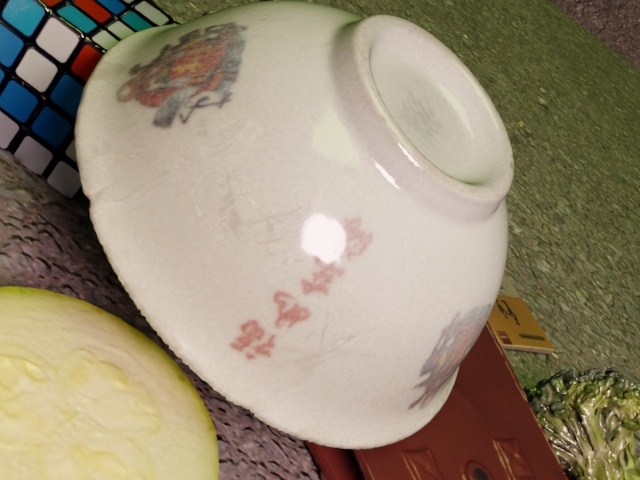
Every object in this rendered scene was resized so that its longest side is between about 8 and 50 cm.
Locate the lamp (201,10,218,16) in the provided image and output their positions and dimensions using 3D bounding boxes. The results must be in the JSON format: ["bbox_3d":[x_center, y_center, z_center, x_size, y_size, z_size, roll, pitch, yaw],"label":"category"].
[{"bbox_3d":[-0.030,-0.176,1.334,0.203,0.124,0.283,35,9,15],"label":"lamp"}]

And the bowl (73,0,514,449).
[{"bbox_3d":[0.031,-0.061,0.943,0.435,0.196,0.434,29,42,-29],"label":"bowl"}]

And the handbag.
[{"bbox_3d":[0.089,0.154,1.063,0.260,0.084,0.275,4,48,-41],"label":"handbag"}]

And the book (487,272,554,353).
[{"bbox_3d":[0.224,0.074,1.447,0.118,0.012,0.172,10,41,-44],"label":"book"}]

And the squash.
[{"bbox_3d":[-0.190,0.138,0.799,0.252,0.049,0.252,29,32,-20],"label":"squash"}]

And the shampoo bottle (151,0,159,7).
[{"bbox_3d":[-0.126,-0.151,1.261,0.314,0.076,0.118,46,13,9],"label":"shampoo bottle"}]

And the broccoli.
[{"bbox_3d":[0.298,0.274,1.148,0.165,0.146,0.304,73,-5,-65],"label":"broccoli"}]

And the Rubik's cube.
[{"bbox_3d":[-0.229,-0.159,1.064,0.154,0.151,0.155,39,28,-7],"label":"Rubik's cube"}]
